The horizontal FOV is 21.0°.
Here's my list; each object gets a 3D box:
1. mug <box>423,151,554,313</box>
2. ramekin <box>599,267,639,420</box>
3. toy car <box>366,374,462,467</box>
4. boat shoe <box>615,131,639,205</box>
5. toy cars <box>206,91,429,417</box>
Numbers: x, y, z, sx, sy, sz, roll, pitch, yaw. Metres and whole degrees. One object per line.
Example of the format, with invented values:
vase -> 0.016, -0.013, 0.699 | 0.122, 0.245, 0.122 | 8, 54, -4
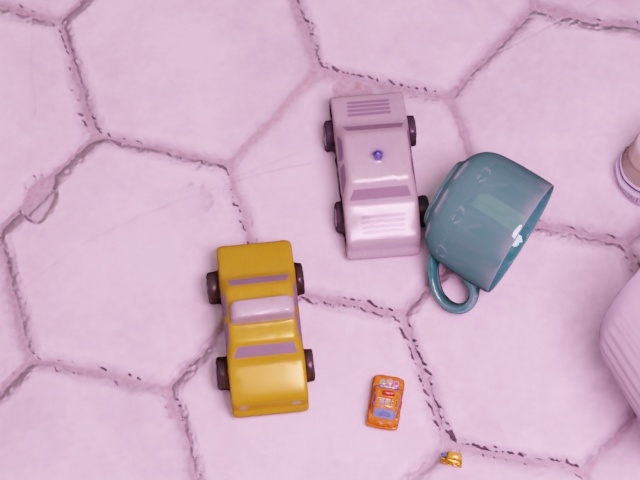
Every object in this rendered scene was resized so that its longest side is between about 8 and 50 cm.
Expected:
mug -> 0.159, -0.015, 1.773 | 0.097, 0.129, 0.158 | 32, 72, 10
ramekin -> 0.394, 0.074, 1.690 | 0.273, 0.273, 0.127 | -34, 65, -13
toy car -> 0.101, 0.178, 1.750 | 0.122, 0.040, 0.060 | 26, 72, 7
boat shoe -> 0.461, -0.118, 1.841 | 0.302, 0.094, 0.109 | -24, 73, -10
toy cars -> 0.000, 0.000, 1.783 | 0.176, 0.087, 0.394 | 33, 73, 9
